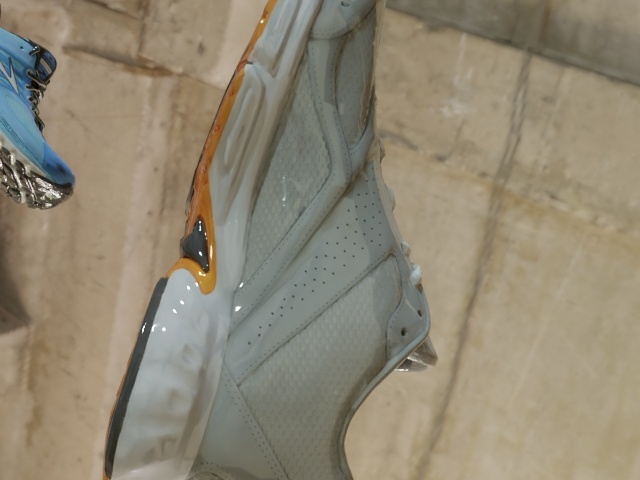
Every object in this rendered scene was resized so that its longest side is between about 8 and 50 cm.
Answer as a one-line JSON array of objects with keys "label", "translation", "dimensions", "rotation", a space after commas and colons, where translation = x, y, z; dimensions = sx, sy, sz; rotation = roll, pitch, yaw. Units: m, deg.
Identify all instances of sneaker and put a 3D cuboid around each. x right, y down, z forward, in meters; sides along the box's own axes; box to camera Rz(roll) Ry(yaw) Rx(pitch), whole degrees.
[{"label": "sneaker", "translation": [0.000, 0.000, 0.466], "dimensions": [0.099, 0.121, 0.263], "rotation": [138, 151, -73]}, {"label": "sneaker", "translation": [-0.187, -0.093, 0.661], "dimensions": [0.073, 0.162, 0.063], "rotation": [-27, -19, -23]}]
